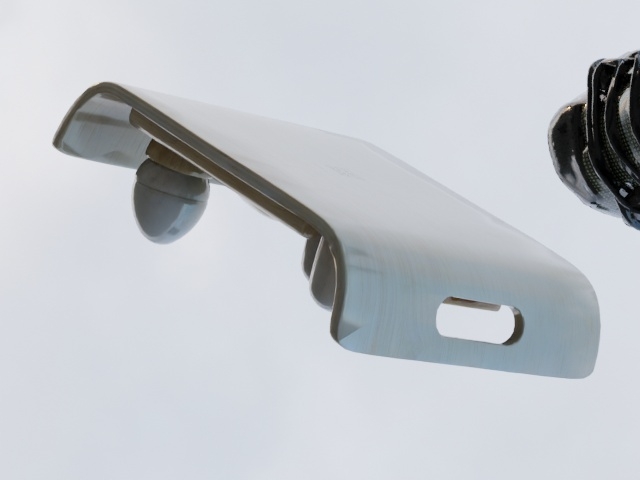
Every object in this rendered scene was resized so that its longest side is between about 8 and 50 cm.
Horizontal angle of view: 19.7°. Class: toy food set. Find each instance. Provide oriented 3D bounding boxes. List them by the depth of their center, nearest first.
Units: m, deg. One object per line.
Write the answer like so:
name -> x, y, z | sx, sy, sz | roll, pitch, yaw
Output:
toy food set -> 0.000, 0.000, 1.126 | 0.306, 0.220, 0.092 | 34, -73, 45

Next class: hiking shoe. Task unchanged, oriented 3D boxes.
hiking shoe -> 0.129, -0.033, 0.612 | 0.114, 0.227, 0.086 | -19, -99, 21
